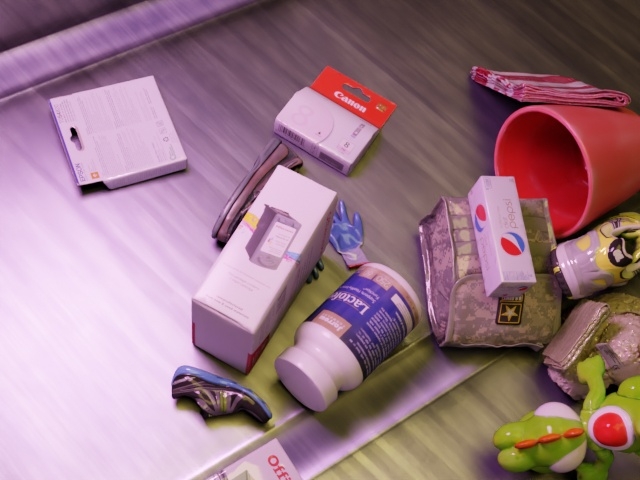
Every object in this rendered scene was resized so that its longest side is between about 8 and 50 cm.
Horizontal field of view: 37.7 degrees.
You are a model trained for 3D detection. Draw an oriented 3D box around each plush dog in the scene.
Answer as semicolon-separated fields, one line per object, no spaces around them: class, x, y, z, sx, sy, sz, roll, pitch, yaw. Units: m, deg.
plush dog;0.580;0.186;1.791;0.262;0.211;0.225;14;36;-3

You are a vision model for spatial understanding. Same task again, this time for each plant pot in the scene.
plant pot;0.537;-0.162;1.935;0.243;0.275;0.275;-17;65;-31

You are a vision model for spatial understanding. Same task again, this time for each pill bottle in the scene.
pill bottle;0.049;0.174;1.689;0.153;0.153;0.264;41;61;12

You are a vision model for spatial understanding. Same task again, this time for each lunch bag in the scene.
lunch bag;0.330;0.070;1.803;0.235;0.169;0.287;1;69;-15

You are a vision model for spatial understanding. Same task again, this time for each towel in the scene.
towel;0.469;0.173;1.721;0.027;0.110;0.148;35;87;-9
towel;0.481;-0.334;2.010;0.237;0.037;0.329;2;17;-11

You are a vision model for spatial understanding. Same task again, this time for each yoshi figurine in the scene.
yoshi figurine;0.484;0.326;1.643;0.362;0.203;0.203;-13;39;9

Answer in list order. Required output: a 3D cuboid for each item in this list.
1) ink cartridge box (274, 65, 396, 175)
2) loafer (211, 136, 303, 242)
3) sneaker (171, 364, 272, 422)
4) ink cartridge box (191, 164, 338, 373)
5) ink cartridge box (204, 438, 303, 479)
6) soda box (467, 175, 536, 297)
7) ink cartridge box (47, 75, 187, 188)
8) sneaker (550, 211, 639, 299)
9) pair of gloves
ink cartridge box;0.037;-0.272;1.996;0.189;0.066;0.232;31;64;7
loafer;-0.119;-0.094;1.842;0.084;0.096;0.267;31;57;-1
sneaker;-0.174;0.281;1.643;0.188;0.067;0.078;20;80;-2
ink cartridge box;-0.101;0.055;1.671;0.131;0.226;0.306;26;63;7
ink cartridge box;-0.141;0.483;1.494;0.289;0.121;0.211;-28;70;-25
soda box;0.327;-0.008;1.703;0.069;0.074;0.216;1;64;-14
ink cartridge box;-0.406;-0.212;1.872;0.224;0.045;0.223;-16;65;-18
sneaker;0.593;0.023;1.827;0.384;0.147;0.145;-23;91;-51
pair of gloves;0.000;0.000;1.853;0.198;0.023;0.159;-13;65;-19
